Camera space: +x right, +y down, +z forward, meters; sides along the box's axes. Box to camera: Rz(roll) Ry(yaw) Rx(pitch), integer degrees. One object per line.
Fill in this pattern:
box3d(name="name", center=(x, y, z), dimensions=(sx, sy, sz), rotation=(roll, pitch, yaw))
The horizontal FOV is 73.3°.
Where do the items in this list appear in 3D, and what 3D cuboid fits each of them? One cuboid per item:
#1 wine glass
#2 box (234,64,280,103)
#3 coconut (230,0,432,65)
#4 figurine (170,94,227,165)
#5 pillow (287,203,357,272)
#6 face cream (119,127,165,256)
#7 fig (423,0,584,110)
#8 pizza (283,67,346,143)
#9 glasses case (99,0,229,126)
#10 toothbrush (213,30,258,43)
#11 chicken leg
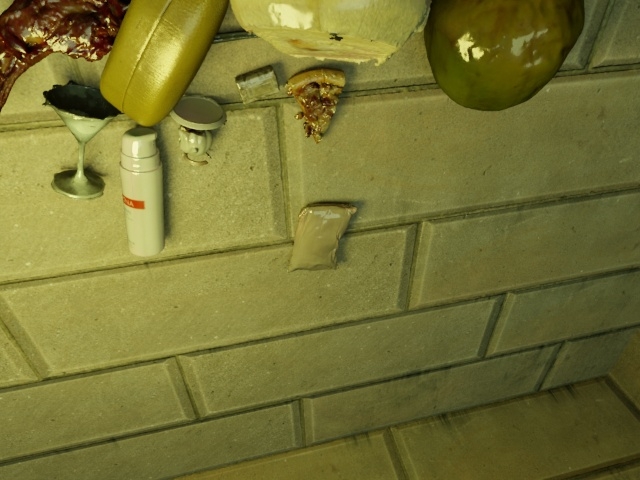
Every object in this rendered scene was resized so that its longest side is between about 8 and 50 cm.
box3d(name="wine glass", center=(-0.541, -0.215, 0.977), dimensions=(0.156, 0.156, 0.232), rotation=(10, 128, -23))
box3d(name="box", center=(-0.150, -0.371, 1.026), dimensions=(0.098, 0.045, 0.062), rotation=(-19, 129, -3))
box3d(name="coconut", center=(0.020, -0.520, 0.751), dimensions=(0.405, 0.404, 0.404), rotation=(-8, 129, -10))
box3d(name="figurine", center=(-0.296, -0.252, 1.040), dimensions=(0.132, 0.132, 0.153), rotation=(2, 139, -18))
box3d(name="pillow", center=(0.000, 0.000, 1.346), dimensions=(0.173, 0.067, 0.270), rotation=(4, 126, -12))
box3d(name="face cream", center=(-0.452, -0.119, 1.097), dimensions=(0.102, 0.102, 0.345), rotation=(0, 127, -16))
box3d(name="fig", center=(0.388, -0.450, 0.963), dimensions=(0.343, 0.343, 0.343), rotation=(-8, 129, -10))
box3d(name="pizza", center=(-0.009, -0.329, 1.084), dimensions=(0.154, 0.069, 0.193), rotation=(-11, 128, -9))
box3d(name="glasses case", center=(-0.301, -0.369, 0.836), dimensions=(0.141, 0.173, 0.371), rotation=(37, 130, -16))
box3d(name="toothbrush", center=(-0.166, -0.461, 0.961), dimensions=(0.297, 0.030, 0.030), rotation=(-11, 121, -8))
box3d(name="chicken leg", center=(-0.540, -0.384, 0.845), dimensions=(0.407, 0.096, 0.158), rotation=(-39, 104, -5))
